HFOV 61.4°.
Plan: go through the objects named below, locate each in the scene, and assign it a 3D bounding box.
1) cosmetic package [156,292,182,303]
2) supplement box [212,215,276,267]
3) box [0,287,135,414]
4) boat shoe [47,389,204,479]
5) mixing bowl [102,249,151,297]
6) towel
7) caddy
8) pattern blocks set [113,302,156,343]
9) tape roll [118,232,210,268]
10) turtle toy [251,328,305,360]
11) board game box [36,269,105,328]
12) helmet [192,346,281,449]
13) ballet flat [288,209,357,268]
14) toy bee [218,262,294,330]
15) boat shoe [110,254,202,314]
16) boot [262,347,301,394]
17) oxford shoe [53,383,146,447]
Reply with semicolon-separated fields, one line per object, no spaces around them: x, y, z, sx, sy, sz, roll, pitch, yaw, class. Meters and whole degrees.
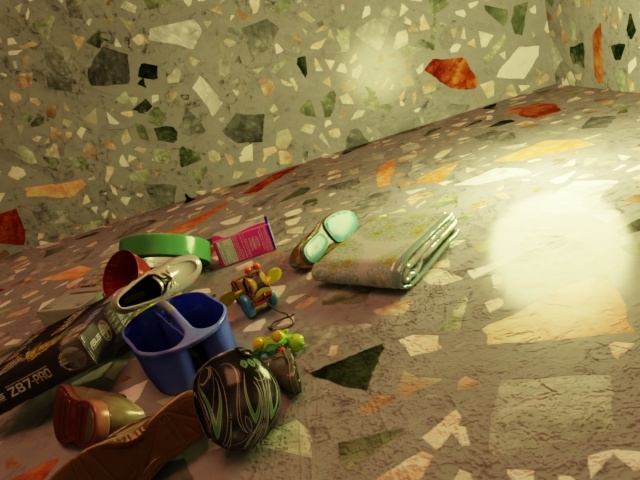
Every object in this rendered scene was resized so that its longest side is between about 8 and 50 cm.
-0.509;0.211;1.775;0.115;0.041;0.060;-21;20;-8;cosmetic package
-0.288;0.003;2.036;0.219;0.114;0.111;-18;21;-3;supplement box
-0.707;0.294;1.477;0.318;0.097;0.395;-25;13;2;box
-0.365;0.415;1.043;0.341;0.123;0.123;-34;-5;-26;boat shoe
-0.624;0.127;1.785;0.181;0.182;0.098;-4;-12;34;mixing bowl
0.201;0.028;1.601;0.320;0.090;0.374;-3;24;43;towel
-0.363;0.238;1.380;0.241;0.179;0.341;-27;22;-28;caddy
-0.648;0.263;1.704;0.285;0.026;0.325;-24;18;11;pattern blocks set
-0.562;0.046;1.954;0.320;0.077;0.321;-2;-12;0;tape roll
-0.103;0.250;1.286;0.130;0.066;0.095;-20;-7;-4;turtle toy
-0.833;0.210;1.975;0.223;0.098;0.303;-6;24;26;board game box
-0.154;0.307;1.024;0.169;0.170;0.162;-23;56;-15;helmet
0.000;0.000;1.842;0.124;0.116;0.342;-26;13;43;ballet flat
-0.178;0.130;1.535;0.298;0.162;0.195;0;24;40;toy bee
-0.437;0.115;1.463;0.267;0.096;0.088;-24;5;-28;boat shoe
-0.151;0.309;1.164;0.208;0.076;0.189;-14;5;-9;boot
-0.518;0.399;1.234;0.130;0.123;0.348;7;-6;-41;oxford shoe
